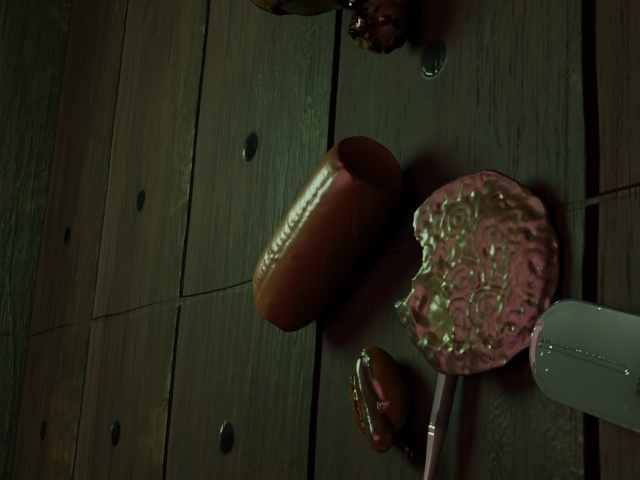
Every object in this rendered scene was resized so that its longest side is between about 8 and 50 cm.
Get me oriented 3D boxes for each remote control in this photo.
[{"bbox_3d":[0.288,0.117,0.851,0.247,0.052,0.104,16,95,58],"label":"remote control"}]

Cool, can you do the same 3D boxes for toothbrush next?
[{"bbox_3d":[0.143,0.196,1.079,0.025,0.030,0.342,4,83,58],"label":"toothbrush"}]

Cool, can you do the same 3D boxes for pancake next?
[{"bbox_3d":[0.171,0.037,1.049,0.212,0.029,0.235,21,94,44],"label":"pancake"}]

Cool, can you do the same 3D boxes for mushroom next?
[{"bbox_3d":[0.023,-0.397,1.330,0.267,0.267,0.255,23,134,58],"label":"mushroom"}]

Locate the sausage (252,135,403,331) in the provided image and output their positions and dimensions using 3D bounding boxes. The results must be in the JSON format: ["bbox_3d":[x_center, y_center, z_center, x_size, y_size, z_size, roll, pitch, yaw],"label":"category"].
[{"bbox_3d":[0.000,0.001,1.289,0.304,0.121,0.121,-57,37,34],"label":"sausage"}]

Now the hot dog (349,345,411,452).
[{"bbox_3d":[0.069,0.199,1.168,0.090,0.060,0.140,-45,48,48],"label":"hot dog"}]
